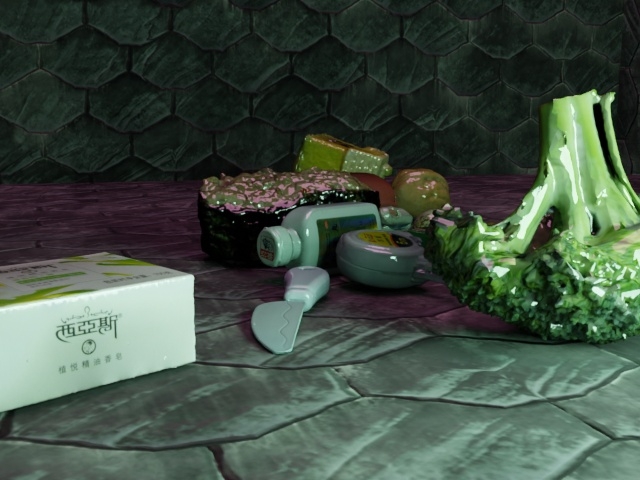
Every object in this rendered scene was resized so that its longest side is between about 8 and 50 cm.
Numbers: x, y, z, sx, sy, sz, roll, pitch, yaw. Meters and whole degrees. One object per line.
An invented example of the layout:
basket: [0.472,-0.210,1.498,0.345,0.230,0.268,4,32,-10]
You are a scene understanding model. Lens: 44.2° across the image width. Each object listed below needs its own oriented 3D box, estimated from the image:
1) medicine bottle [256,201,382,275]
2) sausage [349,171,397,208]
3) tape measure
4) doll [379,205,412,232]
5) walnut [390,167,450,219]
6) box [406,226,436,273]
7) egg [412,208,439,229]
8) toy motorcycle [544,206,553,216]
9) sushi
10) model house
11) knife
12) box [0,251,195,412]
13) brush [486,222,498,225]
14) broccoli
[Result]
medicine bottle: [0.000,0.000,1.356,0.229,0.121,0.083,-7,12,-38]
sausage: [0.056,-0.079,1.774,0.280,0.151,0.152,-9,13,-44]
tape measure: [0.117,0.054,1.200,0.164,0.084,0.330,-1,16,-7]
doll: [0.141,-0.030,1.641,0.104,0.071,0.214,-8,-11,-1]
walnut: [0.261,-0.119,2.071,0.167,0.149,0.166,16,33,-11]
box: [0.265,0.021,1.384,0.199,0.081,0.135,11,14,40]
egg: [0.241,-0.023,1.624,0.110,0.085,0.085,1,8,-28]
toy motorcycle: [0.526,-0.047,1.584,0.271,0.158,0.106,-2,-12,-24]
sushi: [-0.060,-0.049,1.513,0.351,0.170,0.211,-2,11,-10]
model house: [0.059,-0.164,2.078,0.234,0.193,0.175,21,14,23]
knife: [-0.047,0.091,1.073,0.080,0.044,0.331,4,13,9]
box: [-0.293,0.089,0.839,0.195,0.110,0.261,9,14,43]
brush: [0.475,-0.030,1.917,0.083,0.011,0.205,-5,10,-27]
broccoli: [0.310,-0.005,0.991,0.376,0.301,0.249,-5,-29,-2]
